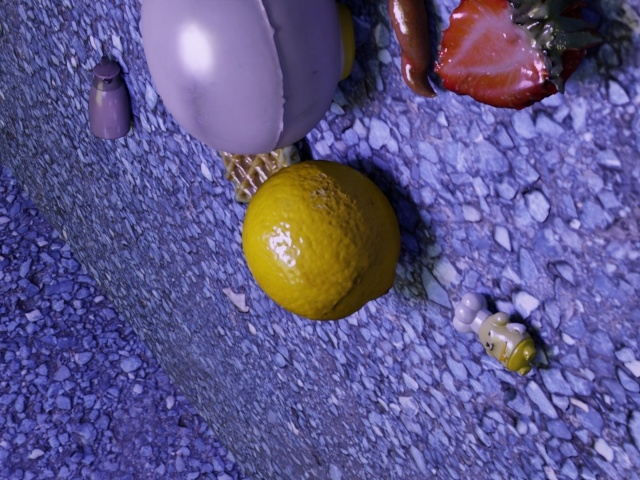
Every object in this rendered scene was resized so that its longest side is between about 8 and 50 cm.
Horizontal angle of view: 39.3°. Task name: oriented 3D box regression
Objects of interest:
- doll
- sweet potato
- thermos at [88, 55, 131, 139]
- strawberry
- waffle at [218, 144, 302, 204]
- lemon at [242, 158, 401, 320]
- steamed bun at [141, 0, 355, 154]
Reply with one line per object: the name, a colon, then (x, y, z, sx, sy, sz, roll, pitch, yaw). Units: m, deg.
doll: (0.279, 0.148, 1.446, 0.162, 0.062, 0.106, 41, 144, 33)
sweet potato: (0.127, -0.294, 1.262, 0.055, 0.058, 0.202, 7, 125, 32)
thermos: (-0.541, -0.373, 2.280, 0.193, 0.104, 0.137, 97, 166, -46)
strawberry: (0.238, -0.232, 1.096, 0.174, 0.098, 0.228, 55, 156, 9)
waffle: (-0.111, -0.152, 1.794, 0.297, 0.073, 0.317, 24, 139, 47)
lemon: (0.001, 0.001, 1.542, 0.293, 0.293, 0.293, 40, 148, 32)
steamed bun: (-0.119, -0.310, 1.385, 0.334, 0.333, 0.374, 44, 150, 27)
